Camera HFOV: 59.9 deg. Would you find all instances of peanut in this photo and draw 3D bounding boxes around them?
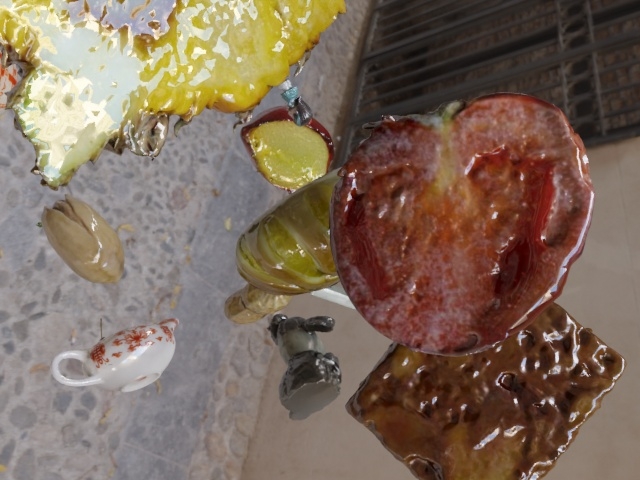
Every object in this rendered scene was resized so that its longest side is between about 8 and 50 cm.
[{"bbox_3d":[-0.130,0.120,1.124,0.089,0.193,0.089,21,52,-30],"label":"peanut"}]

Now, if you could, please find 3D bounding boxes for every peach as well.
[{"bbox_3d":[-0.124,-0.322,1.852,0.361,0.258,0.201,21,25,-33],"label":"peach"}]

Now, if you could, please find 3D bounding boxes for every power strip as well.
[{"bbox_3d":[0.028,0.142,1.511,0.192,0.081,0.035,21,99,-34],"label":"power strip"}]

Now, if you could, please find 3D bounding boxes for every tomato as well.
[{"bbox_3d":[0.170,-0.021,0.673,0.170,0.309,0.309,-8,88,-70],"label":"tomato"}]

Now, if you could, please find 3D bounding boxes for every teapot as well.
[{"bbox_3d":[-0.349,0.209,0.989,0.245,0.159,0.116,1,68,-50],"label":"teapot"}]

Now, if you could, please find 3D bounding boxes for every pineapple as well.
[{"bbox_3d":[-0.175,-0.197,0.431,0.344,0.209,0.286,20,103,-37],"label":"pineapple"}]

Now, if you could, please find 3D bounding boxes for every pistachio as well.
[{"bbox_3d":[-0.674,0.004,1.589,0.293,0.181,0.162,48,56,-5],"label":"pistachio"}]

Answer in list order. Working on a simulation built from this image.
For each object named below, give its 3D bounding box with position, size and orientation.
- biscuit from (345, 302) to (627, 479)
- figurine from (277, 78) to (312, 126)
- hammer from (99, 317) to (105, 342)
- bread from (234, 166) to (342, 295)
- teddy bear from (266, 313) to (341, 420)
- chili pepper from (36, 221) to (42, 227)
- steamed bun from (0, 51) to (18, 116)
[{"bbox_3d":[0.284,0.256,0.996,0.342,0.395,0.166,41,-4,7],"label":"biscuit"},{"bbox_3d":[-0.054,-0.292,1.181,0.106,0.047,0.060,60,14,-12],"label":"figurine"},{"bbox_3d":[-0.739,0.302,1.873,0.014,0.029,0.123,37,11,-37],"label":"hammer"},{"bbox_3d":[0.000,0.000,0.958,0.160,0.333,0.333,60,31,6],"label":"bread"},{"bbox_3d":[-0.019,0.265,1.279,0.144,0.171,0.251,31,40,-38],"label":"teddy bear"},{"bbox_3d":[-0.874,-0.059,1.780,0.022,0.027,0.083,47,39,0],"label":"chili pepper"},{"bbox_3d":[-0.760,-0.364,1.226,0.232,0.145,0.232,9,90,-87],"label":"steamed bun"}]
